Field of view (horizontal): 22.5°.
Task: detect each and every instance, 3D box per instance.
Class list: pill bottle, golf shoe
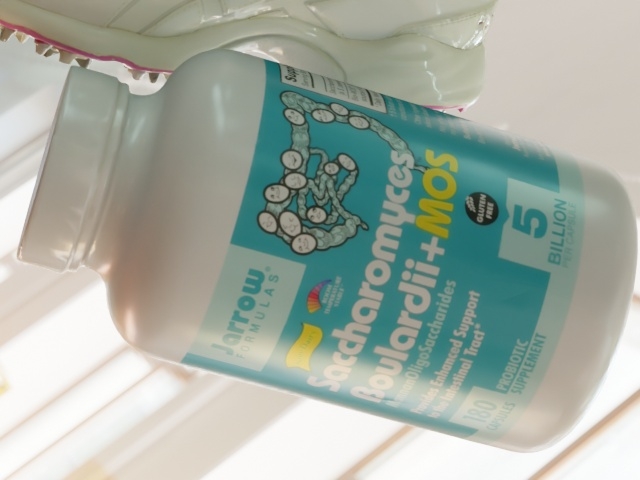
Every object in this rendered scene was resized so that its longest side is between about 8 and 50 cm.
[{"bbox_3d":[0.000,0.000,0.743,0.264,0.146,0.146,15,-10,-11],"label":"pill bottle"},{"bbox_3d":[-0.042,-0.149,0.804,0.115,0.306,0.140,50,-51,52],"label":"golf shoe"}]
